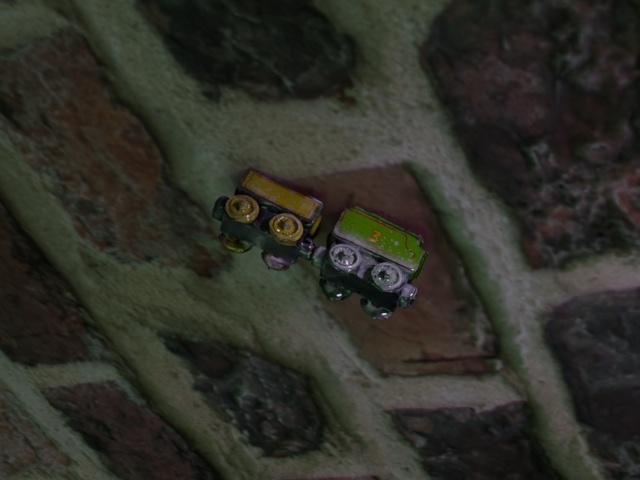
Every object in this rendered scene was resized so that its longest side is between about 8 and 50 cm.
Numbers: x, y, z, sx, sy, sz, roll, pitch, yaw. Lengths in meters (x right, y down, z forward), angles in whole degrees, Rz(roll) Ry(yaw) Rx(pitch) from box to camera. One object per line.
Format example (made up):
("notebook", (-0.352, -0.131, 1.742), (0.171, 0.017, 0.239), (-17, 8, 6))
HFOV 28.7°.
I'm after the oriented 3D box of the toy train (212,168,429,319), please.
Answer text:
("toy train", (0.000, 0.000, 1.147), (0.202, 0.081, 0.060), (25, 140, 4))
